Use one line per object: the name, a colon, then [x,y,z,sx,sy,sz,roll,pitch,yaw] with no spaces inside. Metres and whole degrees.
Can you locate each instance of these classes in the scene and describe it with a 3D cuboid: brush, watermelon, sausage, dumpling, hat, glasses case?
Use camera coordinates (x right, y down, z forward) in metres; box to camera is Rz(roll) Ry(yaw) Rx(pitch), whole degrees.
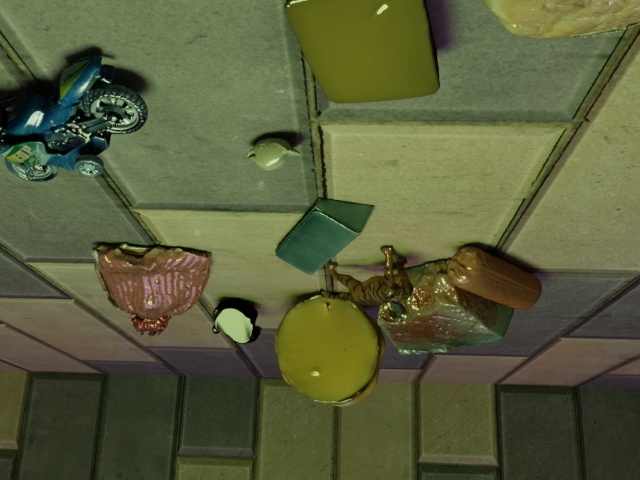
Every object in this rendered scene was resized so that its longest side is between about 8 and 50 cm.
brush: [0.046,-0.204,0.724,0.123,0.059,0.197,-6,161,13]
watermelon: [0.265,0.163,1.638,0.264,0.151,0.302,-14,156,40]
sausage: [0.352,0.078,1.483,0.086,0.086,0.289,-15,154,41]
dumpling: [-0.062,-0.119,1.017,0.077,0.043,0.059,-31,163,31]
hat: [-0.356,0.100,1.576,0.236,0.107,0.286,5,137,-7]
glasses case: [0.000,0.000,1.333,0.105,0.056,0.266,7,160,-16]

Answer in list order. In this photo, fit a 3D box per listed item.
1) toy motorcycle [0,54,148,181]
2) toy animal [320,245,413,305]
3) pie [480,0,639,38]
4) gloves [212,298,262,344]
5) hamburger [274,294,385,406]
toy motorcycle: [-0.324,-0.142,0.901,0.254,0.092,0.135,-21,142,31]
toy animal: [0.099,0.097,1.516,0.114,0.116,0.255,18,156,-36]
pie: [0.243,-0.228,0.642,0.218,0.052,0.185,-1,160,3]
gloves: [-0.211,0.197,1.907,0.129,0.106,0.181,5,-170,-4]
hamburger: [0.029,0.270,1.831,0.276,0.276,0.237,-1,169,9]
